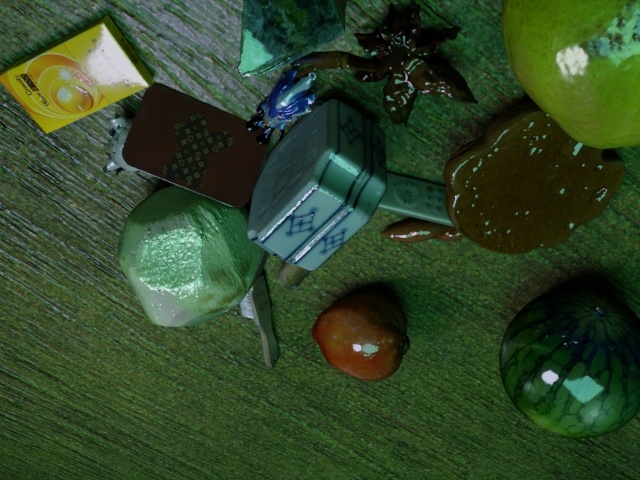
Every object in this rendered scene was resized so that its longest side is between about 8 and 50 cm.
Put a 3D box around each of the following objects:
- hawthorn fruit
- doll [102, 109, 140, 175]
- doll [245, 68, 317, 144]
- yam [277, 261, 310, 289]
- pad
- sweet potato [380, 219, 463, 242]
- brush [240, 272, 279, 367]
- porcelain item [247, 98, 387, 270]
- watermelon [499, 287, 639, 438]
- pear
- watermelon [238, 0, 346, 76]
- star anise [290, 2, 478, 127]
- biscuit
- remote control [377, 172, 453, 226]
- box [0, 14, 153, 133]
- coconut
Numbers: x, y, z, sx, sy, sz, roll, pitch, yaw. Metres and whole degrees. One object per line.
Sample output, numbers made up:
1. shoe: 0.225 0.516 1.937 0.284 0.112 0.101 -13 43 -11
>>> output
1. hawthorn fruit: 0.077 0.228 1.798 0.262 0.211 0.211 -5 131 18
2. doll: -0.354 -0.187 1.549 0.192 0.095 0.149 8 133 -5
3. doll: -0.069 -0.266 1.473 0.195 0.070 0.096 -40 87 36
4. yam: 0.000 0.000 1.694 0.071 0.067 0.317 -8 149 -47
5. pad: -0.246 -0.188 1.506 0.267 0.181 0.004 21 169 -13
6. sweet potato: 0.232 -0.021 1.661 0.202 0.058 0.055 -2 110 8
7. brush: -0.157 0.203 1.894 0.065 0.070 0.328 10 135 21
8. porcelain item: -0.003 -0.106 1.459 0.157 0.286 0.281 31 125 -24
9. watermelon: 0.574 0.274 1.703 0.363 0.363 0.363 3 131 3
10. pear: 0.462 -0.332 1.173 0.390 0.391 0.391 3 131 3
11. watermelon: -0.067 -0.416 1.264 0.193 0.310 0.231 -12 167 15
12. star anise: 0.116 -0.310 1.363 0.346 0.148 0.237 6 130 -13
13. biscuit: 0.433 -0.134 1.495 0.358 0.074 0.381 24 113 -28
14. remote control: 0.199 -0.086 1.588 0.309 0.090 0.038 14 151 -6
15. box: -0.481 -0.320 1.479 0.269 0.043 0.152 -20 126 20
16. coconut: -0.268 0.041 1.623 0.328 0.281 0.329 -15 121 -26
